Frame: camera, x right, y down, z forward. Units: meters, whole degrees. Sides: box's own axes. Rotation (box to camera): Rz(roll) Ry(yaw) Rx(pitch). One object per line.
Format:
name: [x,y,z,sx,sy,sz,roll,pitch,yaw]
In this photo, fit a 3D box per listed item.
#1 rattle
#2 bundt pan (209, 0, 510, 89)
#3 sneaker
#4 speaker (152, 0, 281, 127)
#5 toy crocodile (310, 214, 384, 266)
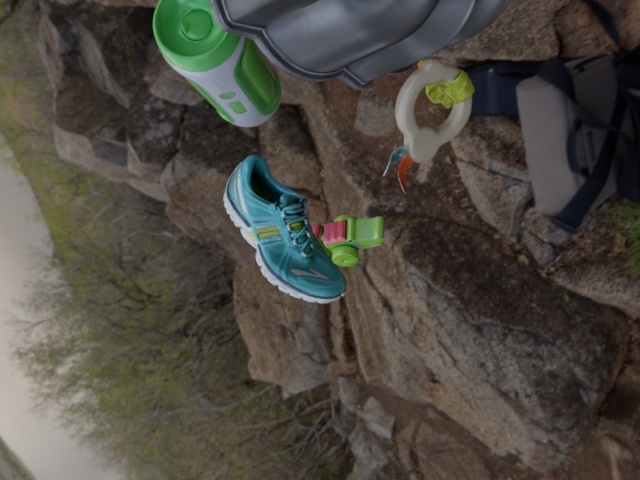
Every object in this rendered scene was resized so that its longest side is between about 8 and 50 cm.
rattle: [0.141,-0.190,0.857,0.143,0.130,0.199,41,117,43]
bundt pan: [0.046,-0.272,0.343,0.124,0.331,0.330,11,128,51]
sneaker: [-0.057,-0.017,0.840,0.275,0.107,0.110,50,133,16]
speaker: [-0.143,-0.268,0.822,0.131,0.131,0.296,47,-178,8]
toy crocodile: [0.000,0.000,1.320,0.341,0.115,0.105,-9,148,31]
